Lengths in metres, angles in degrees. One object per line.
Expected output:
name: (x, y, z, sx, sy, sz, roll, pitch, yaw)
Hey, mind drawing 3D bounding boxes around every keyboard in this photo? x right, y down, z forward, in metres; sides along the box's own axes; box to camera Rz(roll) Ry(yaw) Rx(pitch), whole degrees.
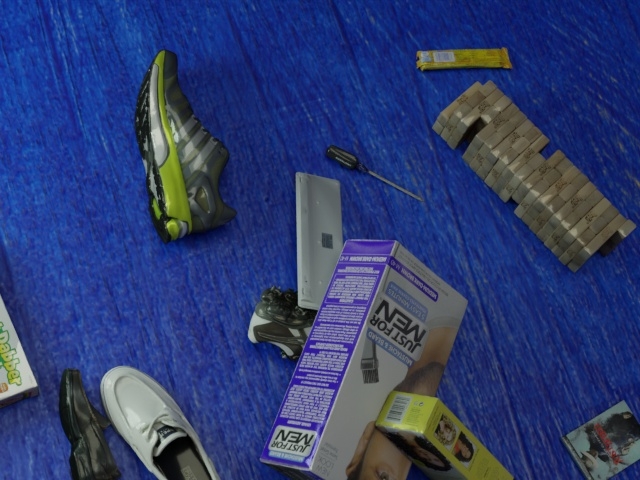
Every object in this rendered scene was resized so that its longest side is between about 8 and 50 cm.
keyboard: (0.000, 0.000, 1.855, 0.072, 0.014, 0.256, 15, 47, -20)

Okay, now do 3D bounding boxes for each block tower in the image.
block tower: (0.326, -0.098, 1.956, 0.097, 0.091, 0.335, -41, 81, -20)

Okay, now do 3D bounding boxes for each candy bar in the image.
candy bar: (0.232, -0.294, 2.051, 0.162, 0.018, 0.040, -4, 67, -11)

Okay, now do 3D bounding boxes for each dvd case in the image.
dvd case: (0.424, 0.300, 1.864, 0.119, 0.013, 0.087, -26, 76, -18)

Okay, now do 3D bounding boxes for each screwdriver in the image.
screwdriver: (0.083, -0.098, 1.953, 0.170, 0.024, 0.025, 33, 97, -4)

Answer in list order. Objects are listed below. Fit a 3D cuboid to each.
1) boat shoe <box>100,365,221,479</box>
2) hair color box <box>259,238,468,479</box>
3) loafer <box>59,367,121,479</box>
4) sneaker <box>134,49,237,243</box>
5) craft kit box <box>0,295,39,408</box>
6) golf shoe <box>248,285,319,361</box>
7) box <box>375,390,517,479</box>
boat shoe: (-0.208, 0.271, 1.722, 0.095, 0.084, 0.258, -38, 80, -20)
hair color box: (0.067, 0.188, 1.737, 0.185, 0.110, 0.338, 38, 66, -38)
loafer: (-0.317, 0.255, 1.727, 0.061, 0.062, 0.170, -8, 79, -24)
sneaker: (-0.202, -0.142, 1.881, 0.121, 0.111, 0.299, -4, 76, -22)
craft kit box: (-0.546, 0.142, 1.729, 0.247, 0.061, 0.249, -21, 75, -20)
golf shoe: (-0.014, 0.133, 1.824, 0.198, 0.094, 0.077, 22, 26, -24)
box: (0.173, 0.290, 1.714, 0.232, 0.087, 0.058, 46, 60, -37)
